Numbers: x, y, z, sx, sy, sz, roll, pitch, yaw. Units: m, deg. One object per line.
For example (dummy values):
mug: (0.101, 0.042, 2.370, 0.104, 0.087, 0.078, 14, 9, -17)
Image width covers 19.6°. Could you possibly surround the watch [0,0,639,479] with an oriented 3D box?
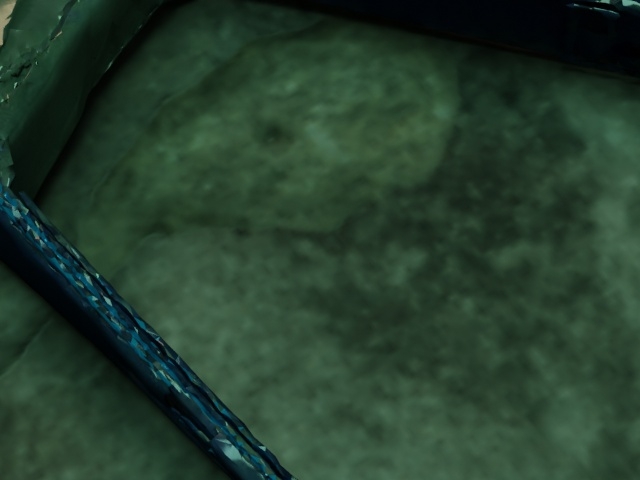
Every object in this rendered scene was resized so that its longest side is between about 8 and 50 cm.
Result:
watch: (-0.010, 0.008, 0.611, 0.274, 0.068, 0.276, 18, 60, 9)
